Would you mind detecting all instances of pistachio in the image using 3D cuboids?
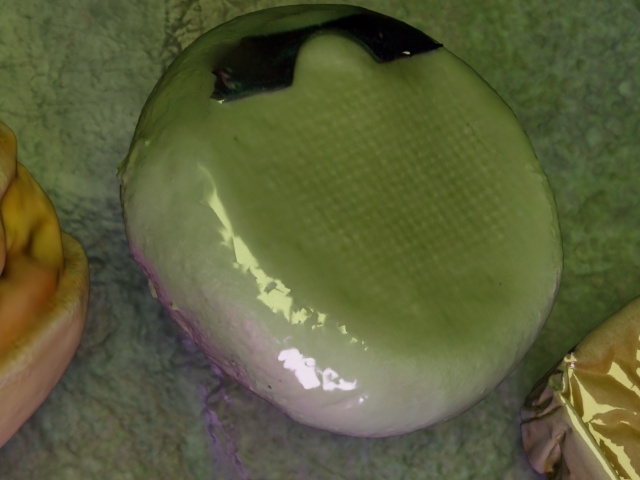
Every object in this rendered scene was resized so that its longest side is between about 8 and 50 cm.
[{"bbox_3d":[-0.288,0.055,1.114,0.309,0.230,0.230,-41,85,-18],"label":"pistachio"}]

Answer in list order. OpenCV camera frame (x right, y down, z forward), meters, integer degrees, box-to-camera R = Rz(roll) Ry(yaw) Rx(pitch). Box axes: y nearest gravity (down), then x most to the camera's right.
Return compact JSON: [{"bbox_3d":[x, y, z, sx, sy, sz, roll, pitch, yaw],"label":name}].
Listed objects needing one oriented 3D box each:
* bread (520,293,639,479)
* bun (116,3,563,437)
[{"bbox_3d":[0.246,0.137,1.213,0.192,0.110,0.210,-34,84,-20],"label":"bread"},{"bbox_3d":[0.000,0.000,1.179,0.293,0.187,0.293,13,60,-24],"label":"bun"}]
